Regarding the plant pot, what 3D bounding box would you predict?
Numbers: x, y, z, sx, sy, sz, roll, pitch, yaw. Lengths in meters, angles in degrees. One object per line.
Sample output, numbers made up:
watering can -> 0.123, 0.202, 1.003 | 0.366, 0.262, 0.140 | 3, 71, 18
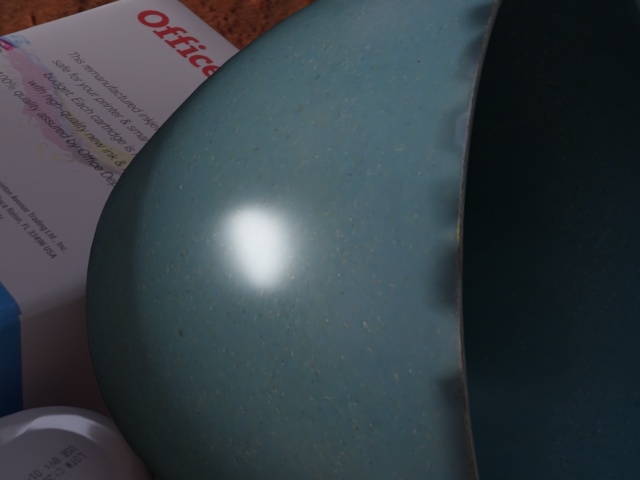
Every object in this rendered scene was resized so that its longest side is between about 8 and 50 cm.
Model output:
plant pot -> 0.021, 0.025, 0.691 | 0.195, 0.290, 0.290 | -2, 34, 26

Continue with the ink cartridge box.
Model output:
ink cartridge box -> -0.141, 0.025, 0.878 | 0.270, 0.197, 0.198 | -23, 48, -32

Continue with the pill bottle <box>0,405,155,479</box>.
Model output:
pill bottle -> -0.120, 0.157, 0.751 | 0.087, 0.160, 0.087 | 5, 40, -4
